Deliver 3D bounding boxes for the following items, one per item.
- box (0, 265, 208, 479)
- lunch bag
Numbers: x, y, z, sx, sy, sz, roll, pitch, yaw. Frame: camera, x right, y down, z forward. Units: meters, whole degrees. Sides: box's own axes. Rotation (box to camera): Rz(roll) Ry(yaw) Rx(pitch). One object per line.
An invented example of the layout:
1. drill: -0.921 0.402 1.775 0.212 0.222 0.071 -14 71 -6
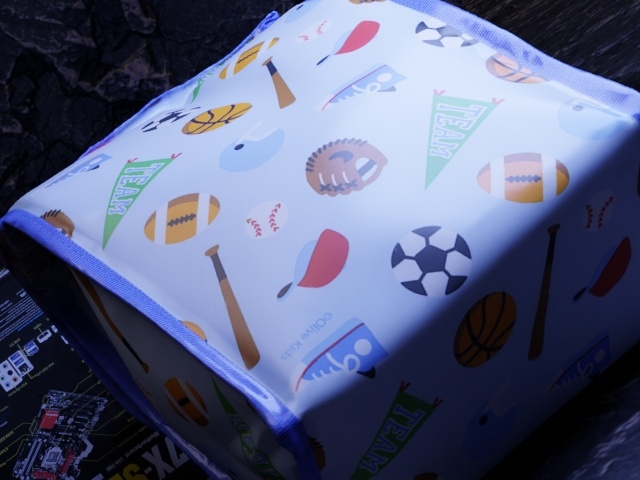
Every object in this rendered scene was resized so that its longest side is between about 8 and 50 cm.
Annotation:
1. box: -0.209 0.128 1.596 0.322 0.257 0.079 -37 10 -4
2. lunch bag: 0.000 0.000 1.213 0.328 0.239 0.385 -39 47 -20
